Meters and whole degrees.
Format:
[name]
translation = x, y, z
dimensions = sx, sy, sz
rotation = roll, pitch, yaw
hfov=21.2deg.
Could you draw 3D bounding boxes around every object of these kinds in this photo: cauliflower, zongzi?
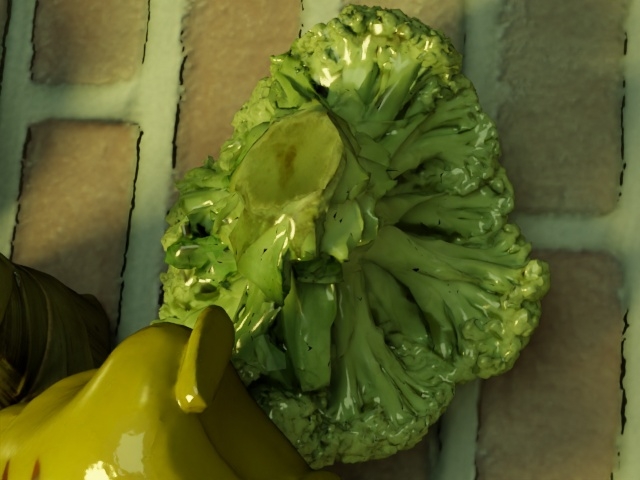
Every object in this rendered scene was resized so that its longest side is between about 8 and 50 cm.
[cauliflower]
translation = 0.000, 0.000, 1.082
dimensions = 0.272, 0.250, 0.275
rotation = -29, 70, 5
[zongzi]
translation = -0.308, 0.071, 1.124
dimensions = 0.274, 0.300, 0.145
rotation = -16, 63, 13

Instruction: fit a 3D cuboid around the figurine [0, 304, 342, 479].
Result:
[figurine]
translation = -0.140, 0.177, 1.032
dimensions = 0.327, 0.169, 0.218
rotation = -27, 98, 44
